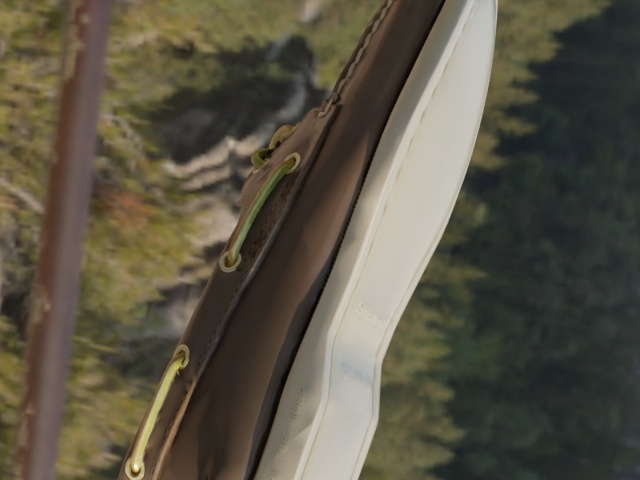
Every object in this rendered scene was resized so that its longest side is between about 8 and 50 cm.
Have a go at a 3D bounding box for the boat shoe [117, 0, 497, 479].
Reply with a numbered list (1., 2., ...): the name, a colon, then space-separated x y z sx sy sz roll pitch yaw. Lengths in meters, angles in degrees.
1. boat shoe: 0.000 0.000 0.669 0.324 0.097 0.116 -69 157 -11
